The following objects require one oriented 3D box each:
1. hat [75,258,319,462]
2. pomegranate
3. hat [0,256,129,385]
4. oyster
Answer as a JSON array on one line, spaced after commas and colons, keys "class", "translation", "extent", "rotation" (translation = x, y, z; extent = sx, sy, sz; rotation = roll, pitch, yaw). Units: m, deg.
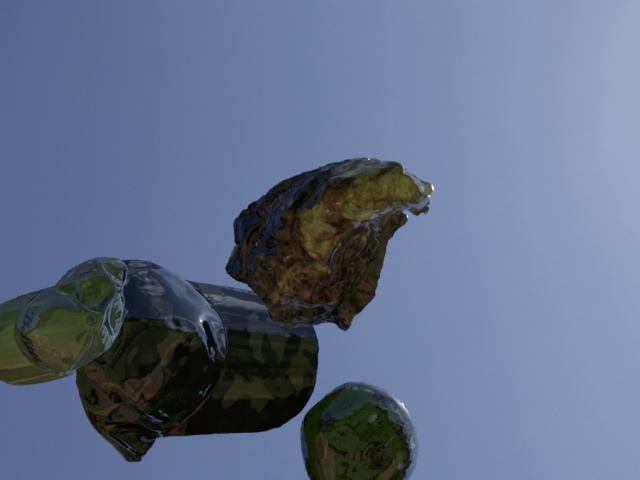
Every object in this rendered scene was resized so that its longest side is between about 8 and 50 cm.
[{"class": "hat", "translation": [-0.194, 0.177, 1.577], "extent": [0.382, 0.366, 0.257], "rotation": [-5, -21, 0]}, {"class": "pomegranate", "translation": [0.059, 0.354, 1.631], "extent": [0.214, 0.248, 0.214], "rotation": [1, -97, -13]}, {"class": "hat", "translation": [-0.284, 0.084, 0.989], "extent": [0.166, 0.081, 0.122], "rotation": [-12, -102, 0]}, {"class": "oyster", "translation": [-0.005, 0.005, 1.192], "extent": [0.275, 0.100, 0.271], "rotation": [14, -59, 16]}]
